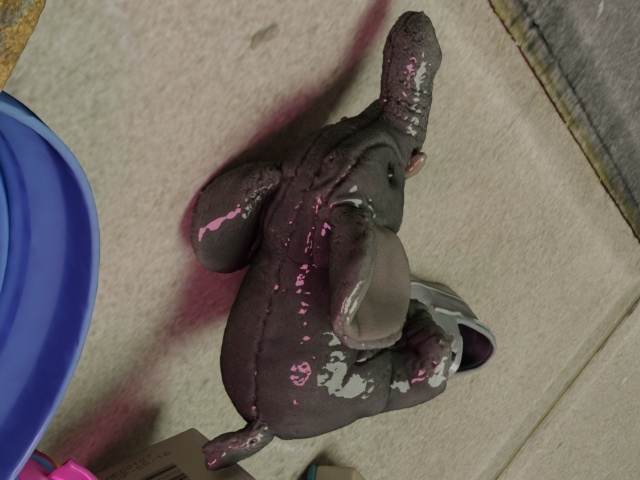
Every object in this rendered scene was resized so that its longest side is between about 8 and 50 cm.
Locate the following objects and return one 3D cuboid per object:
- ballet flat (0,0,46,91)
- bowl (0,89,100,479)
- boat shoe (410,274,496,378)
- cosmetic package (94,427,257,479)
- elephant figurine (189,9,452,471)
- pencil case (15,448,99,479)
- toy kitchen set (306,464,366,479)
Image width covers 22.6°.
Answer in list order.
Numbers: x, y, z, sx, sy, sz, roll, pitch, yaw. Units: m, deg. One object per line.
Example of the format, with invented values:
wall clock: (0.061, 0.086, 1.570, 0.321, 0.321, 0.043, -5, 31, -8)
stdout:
ballet flat: (-0.172, -0.013, 0.532, 0.123, 0.123, 0.348, -12, 128, -54)
bowl: (-0.272, 0.077, 0.723, 0.391, 0.077, 0.391, -39, 152, -25)
boat shoe: (0.085, 0.077, 1.316, 0.079, 0.081, 0.227, -58, 155, 13)
cosmetic package: (-0.060, 0.303, 1.093, 0.113, 0.160, 0.309, -26, 112, -18)
elephant figurine: (0.000, 0.000, 1.028, 0.169, 0.186, 0.239, -3, 131, -1)
pencil case: (-0.220, 0.214, 0.919, 0.236, 0.104, 0.104, -50, 155, -10)
toy kitchen set: (-0.046, 0.314, 1.438, 0.122, 0.166, 0.207, 59, 35, -64)
